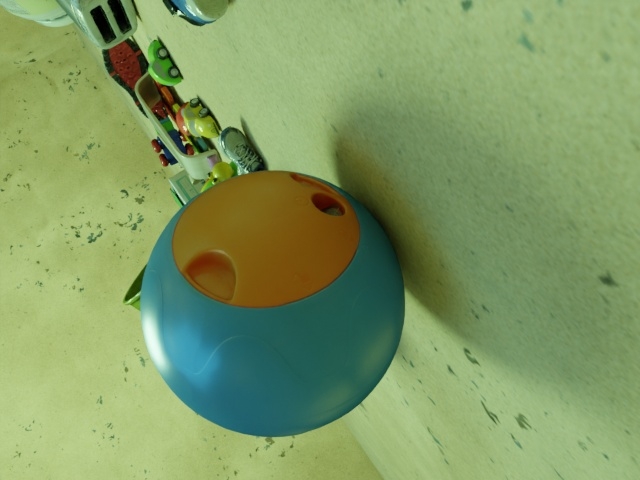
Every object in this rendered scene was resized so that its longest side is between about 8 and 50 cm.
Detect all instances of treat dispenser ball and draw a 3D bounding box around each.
[{"bbox_3d":[-0.050,0.066,0.644,0.288,0.288,0.288,52,168,16],"label":"treat dispenser ball"}]

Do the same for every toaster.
[{"bbox_3d":[-0.469,-0.501,1.191,0.146,0.129,0.227,51,167,11],"label":"toaster"}]

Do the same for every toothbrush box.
[{"bbox_3d":[-0.346,-0.104,1.779,0.216,0.126,0.295,56,167,-2],"label":"toothbrush box"}]

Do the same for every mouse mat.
[{"bbox_3d":[-0.386,-0.063,1.725,0.190,0.007,0.152,54,167,6],"label":"mouse mat"}]

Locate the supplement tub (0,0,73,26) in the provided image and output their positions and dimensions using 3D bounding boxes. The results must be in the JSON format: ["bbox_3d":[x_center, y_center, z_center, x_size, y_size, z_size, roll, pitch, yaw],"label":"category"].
[{"bbox_3d":[-0.635,-0.611,1.205,0.235,0.235,0.325,54,-177,7],"label":"supplement tub"}]

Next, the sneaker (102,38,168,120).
[{"bbox_3d":[-0.515,-0.448,1.582,0.125,0.104,0.262,45,164,50],"label":"sneaker"}]

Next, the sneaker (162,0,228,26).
[{"bbox_3d":[-0.167,-0.313,0.651,0.152,0.058,0.084,54,162,-23],"label":"sneaker"}]

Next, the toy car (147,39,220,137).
[{"bbox_3d":[-0.306,-0.311,1.228,0.225,0.053,0.239,60,168,-21],"label":"toy car"}]

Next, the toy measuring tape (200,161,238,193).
[{"bbox_3d":[-0.194,-0.061,1.311,0.121,0.121,0.330,49,167,29],"label":"toy measuring tape"}]

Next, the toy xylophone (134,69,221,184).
[{"bbox_3d":[-0.366,-0.278,1.490,0.323,0.081,0.236,54,168,8],"label":"toy xylophone"}]

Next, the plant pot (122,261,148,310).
[{"bbox_3d":[-0.249,0.122,1.498,0.353,0.366,0.366,42,173,-17],"label":"plant pot"}]

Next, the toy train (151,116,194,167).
[{"bbox_3d":[-0.458,-0.302,1.778,0.248,0.105,0.144,91,154,-70],"label":"toy train"}]

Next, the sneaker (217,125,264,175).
[{"bbox_3d":[-0.126,-0.141,1.000,0.058,0.052,0.135,32,163,40],"label":"sneaker"}]

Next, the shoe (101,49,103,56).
[{"bbox_3d":[-0.654,-0.591,1.896,0.219,0.058,0.077,40,141,42],"label":"shoe"}]
